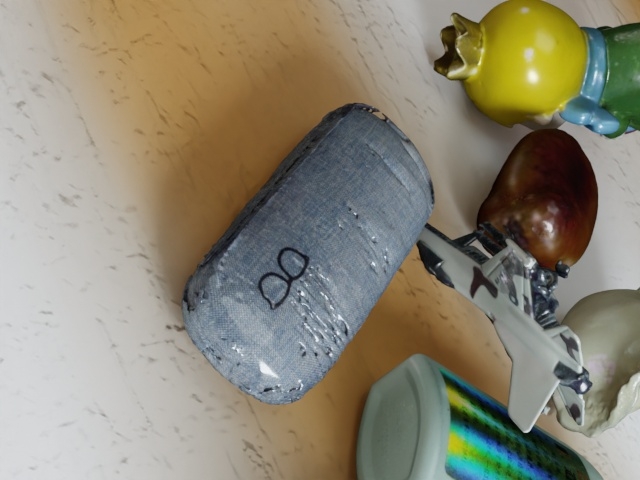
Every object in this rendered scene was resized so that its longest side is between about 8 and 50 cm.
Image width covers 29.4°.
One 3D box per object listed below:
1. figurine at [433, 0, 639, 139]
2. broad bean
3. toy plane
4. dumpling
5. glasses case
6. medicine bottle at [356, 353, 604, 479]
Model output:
[{"bbox_3d":[0.214,-0.151,1.114,0.234,0.185,0.127,-6,89,-6],"label":"figurine"},{"bbox_3d":[0.188,-0.034,1.023,0.165,0.084,0.114,-54,140,-49],"label":"broad bean"},{"bbox_3d":[0.133,0.040,0.871,0.234,0.082,0.160,-115,-172,-48],"label":"toy plane"},{"bbox_3d":[0.257,0.078,0.977,0.169,0.134,0.100,-16,75,-52],"label":"dumpling"},{"bbox_3d":[0.000,0.000,0.828,0.109,0.067,0.282,50,42,-10],"label":"glasses case"},{"bbox_3d":[0.132,0.178,0.824,0.229,0.083,0.121,32,35,-24],"label":"medicine bottle"}]
